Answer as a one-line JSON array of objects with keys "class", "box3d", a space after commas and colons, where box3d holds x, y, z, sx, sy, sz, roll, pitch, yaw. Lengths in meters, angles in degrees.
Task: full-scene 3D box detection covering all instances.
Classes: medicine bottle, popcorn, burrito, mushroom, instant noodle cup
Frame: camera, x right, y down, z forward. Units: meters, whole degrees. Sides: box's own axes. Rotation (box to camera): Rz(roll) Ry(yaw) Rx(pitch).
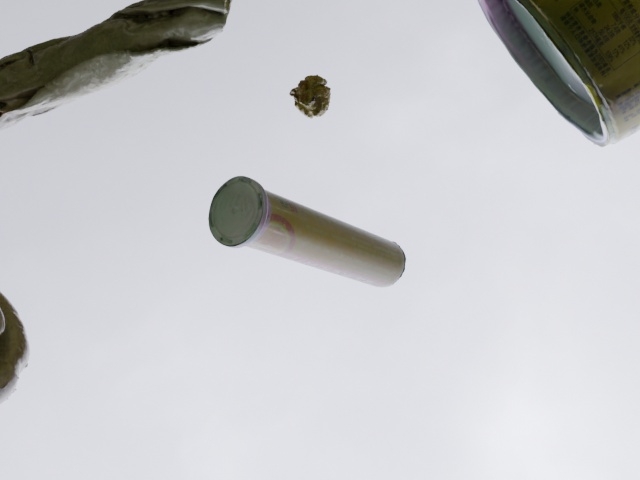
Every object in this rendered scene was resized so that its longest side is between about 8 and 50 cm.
[{"class": "medicine bottle", "box3d": [0.000, 0.000, 1.381, 0.108, 0.426, 0.108, -11, -108, 35]}, {"class": "popcorn", "box3d": [-0.016, -0.277, 1.606, 0.084, 0.084, 0.084, 1, -131, -1]}, {"class": "burrito", "box3d": [-0.278, -0.212, 0.981, 0.392, 0.076, 0.117, -22, -151, 6]}, {"class": "mushroom", "box3d": [-0.402, 0.115, 0.924, 0.127, 0.166, 0.166, -25, -139, 31]}, {"class": "instant noodle cup", "box3d": [0.334, -0.270, 0.883, 0.254, 0.325, 0.325, -38, -125, 8]}]
